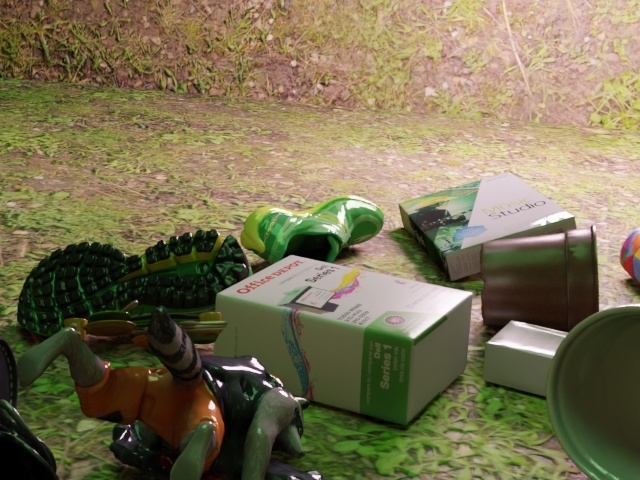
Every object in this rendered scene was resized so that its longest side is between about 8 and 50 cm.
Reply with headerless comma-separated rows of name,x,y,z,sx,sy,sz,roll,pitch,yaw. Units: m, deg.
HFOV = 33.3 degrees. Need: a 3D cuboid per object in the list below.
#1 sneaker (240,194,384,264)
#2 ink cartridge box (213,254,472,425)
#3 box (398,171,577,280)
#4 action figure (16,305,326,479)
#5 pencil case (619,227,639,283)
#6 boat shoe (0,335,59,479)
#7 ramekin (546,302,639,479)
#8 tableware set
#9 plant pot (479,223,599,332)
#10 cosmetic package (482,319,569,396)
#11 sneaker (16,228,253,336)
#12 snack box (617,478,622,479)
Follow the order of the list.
sneaker,0.000,0.000,1.821,0.295,0.109,0.123,-10,45,-41
ink cartridge box,0.028,0.119,1.378,0.278,0.117,0.201,11,19,26
box,0.289,-0.033,1.910,0.232,0.059,0.322,-16,18,-6
action figure,-0.078,0.177,1.034,0.341,0.179,0.330,15,-5,22
pencil case,0.566,0.048,1.724,0.104,0.104,0.236,1,19,-5
boat shoe,-0.283,0.222,0.880,0.156,0.187,0.500,-10,25,-6
ramekin,0.359,0.166,1.153,0.207,0.207,0.109,15,12,34
tableware set,-0.167,0.082,1.025,0.154,0.024,0.104,-1,-18,-14
plant pot,0.319,0.062,1.560,0.165,0.167,0.167,-2,16,13
cosmetic package,0.336,0.167,1.365,0.239,0.060,0.099,12,18,28
sneaker,-0.254,0.086,1.476,0.343,0.146,0.134,-5,59,10
snack box,0.285,0.299,0.882,0.207,0.070,0.174,26,26,37
